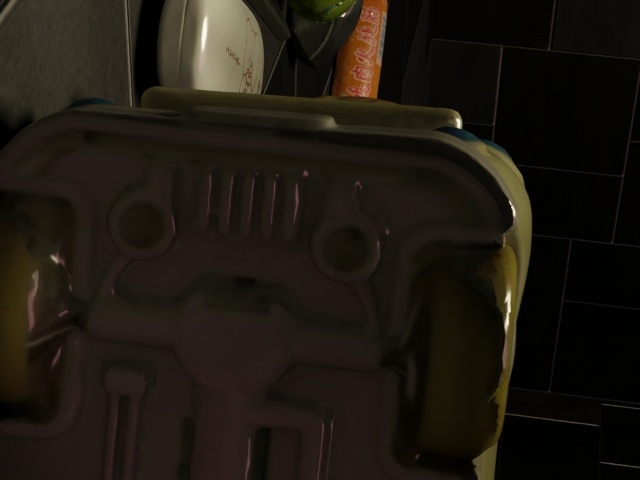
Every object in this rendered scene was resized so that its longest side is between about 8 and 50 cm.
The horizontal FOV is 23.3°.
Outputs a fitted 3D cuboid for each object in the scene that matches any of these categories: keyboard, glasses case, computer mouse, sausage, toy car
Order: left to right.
[{"bbox_3d":[-0.066,-0.111,0.959,0.193,0.049,0.074,32,63,-84],"label":"glasses case"},{"bbox_3d":[-0.057,-0.191,0.902,0.381,0.041,0.103,83,-17,-84],"label":"keyboard"},{"bbox_3d":[-0.032,0.104,0.704,0.226,0.242,0.336,-59,154,-79],"label":"toy car"},{"bbox_3d":[0.010,-0.243,1.400,0.106,0.062,0.192,-71,167,-62],"label":"computer mouse"},{"bbox_3d":[0.033,-0.134,1.732,0.053,0.053,0.347,66,32,-77],"label":"sausage"}]

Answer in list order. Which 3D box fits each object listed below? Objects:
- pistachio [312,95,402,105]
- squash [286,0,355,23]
[{"bbox_3d":[0.031,-0.034,1.298,0.181,0.162,0.293,64,-2,0],"label":"pistachio"},{"bbox_3d":[0.010,-0.332,1.247,0.087,0.087,0.331,-67,163,-66],"label":"squash"}]
